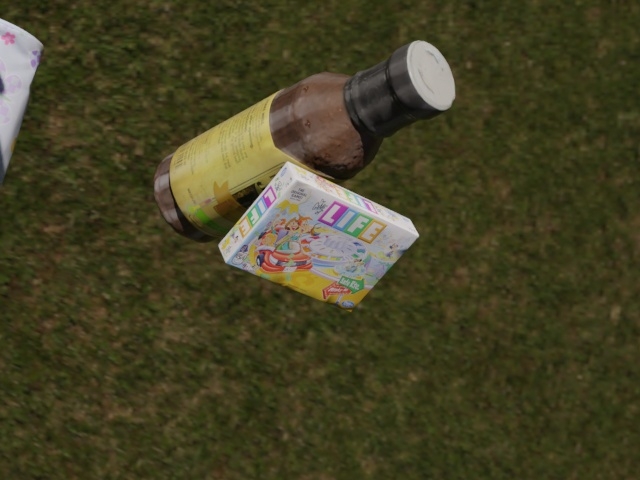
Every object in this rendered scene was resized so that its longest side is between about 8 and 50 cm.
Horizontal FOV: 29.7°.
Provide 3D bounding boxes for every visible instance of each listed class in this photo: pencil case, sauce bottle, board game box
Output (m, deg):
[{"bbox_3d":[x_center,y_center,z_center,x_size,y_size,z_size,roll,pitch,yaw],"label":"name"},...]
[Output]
[{"bbox_3d":[-0.413,-0.127,1.383,0.124,0.113,0.273,21,84,-27],"label":"pencil case"},{"bbox_3d":[-0.022,-0.096,1.186,0.111,0.344,0.111,22,57,-39],"label":"sauce bottle"},{"bbox_3d":[0.000,0.000,1.080,0.154,0.026,0.103,23,117,-38],"label":"board game box"}]
